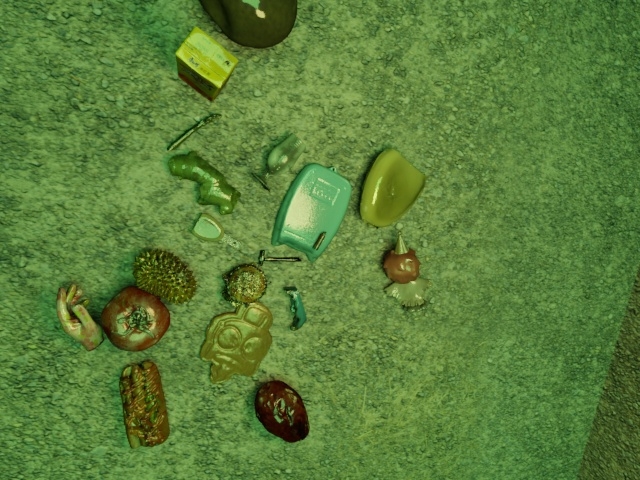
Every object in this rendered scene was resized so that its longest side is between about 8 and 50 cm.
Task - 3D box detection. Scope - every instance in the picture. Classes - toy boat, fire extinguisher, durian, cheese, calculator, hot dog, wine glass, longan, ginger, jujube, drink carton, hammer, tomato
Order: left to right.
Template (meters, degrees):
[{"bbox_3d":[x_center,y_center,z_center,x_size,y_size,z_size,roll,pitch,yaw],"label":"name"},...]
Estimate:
[{"bbox_3d":[-0.658,0.282,1.598,0.231,0.188,0.232,1,87,-15],"label":"tomato"},{"bbox_3d":[-0.670,0.634,1.701,0.158,0.117,0.349,-6,102,-15],"label":"hot dog"},{"bbox_3d":[-0.544,0.119,1.597,0.249,0.138,0.183,31,62,-30],"label":"durian"},{"bbox_3d":[-0.371,-0.552,1.437,0.154,0.351,0.111,35,90,-19],"label":"drink carton"},{"bbox_3d":[-0.419,-0.207,1.631,0.137,0.089,0.290,-36,113,13],"label":"ginger"},{"bbox_3d":[-0.388,-0.024,1.699,0.192,0.037,0.097,30,93,-20],"label":"cheese"},{"bbox_3d":[-0.241,-0.800,1.472,0.350,0.288,0.288,37,89,-10],"label":"longan"},{"bbox_3d":[-0.153,-0.294,1.682,0.103,0.103,0.222,43,88,-19],"label":"wine glass"},{"bbox_3d":[-0.159,0.072,1.791,0.178,0.021,0.065,2,99,-17],"label":"hammer"},{"bbox_3d":[-0.155,0.703,1.827,0.197,0.197,0.290,-33,116,-8],"label":"jujube"},{"bbox_3d":[-0.109,0.277,1.816,0.077,0.075,0.186,-20,109,-14],"label":"toy boat"},{"bbox_3d":[-0.026,-0.117,1.778,0.256,0.054,0.387,24,92,-19],"label":"calculator"},{"bbox_3d":[0.000,0.000,1.767,0.083,0.022,0.028,-60,148,4],"label":"fire extinguisher"},{"bbox_3d":[0.274,-0.194,1.811,0.259,0.128,0.316,35,91,-21],"label":"cheese"}]

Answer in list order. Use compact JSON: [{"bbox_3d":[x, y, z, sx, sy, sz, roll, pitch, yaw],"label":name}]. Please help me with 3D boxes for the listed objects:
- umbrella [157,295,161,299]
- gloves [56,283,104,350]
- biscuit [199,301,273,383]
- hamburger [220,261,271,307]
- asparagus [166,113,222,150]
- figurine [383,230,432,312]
[{"bbox_3d":[-0.596,0.171,1.684,0.027,0.025,0.165,19,93,4],"label":"umbrella"},{"bbox_3d":[-0.854,0.271,1.564,0.126,0.145,0.241,-33,116,-9],"label":"gloves"},{"bbox_3d":[-0.334,0.412,1.793,0.269,0.051,0.376,29,92,-17],"label":"biscuit"},{"bbox_3d":[-0.292,0.173,1.724,0.189,0.093,0.164,-33,95,-11],"label":"hamburger"},{"bbox_3d":[-0.457,-0.394,1.613,0.236,0.027,0.034,-38,88,-7],"label":"asparagus"},{"bbox_3d":[0.352,0.131,1.886,0.206,0.166,0.387,-12,114,24],"label":"figurine"}]
